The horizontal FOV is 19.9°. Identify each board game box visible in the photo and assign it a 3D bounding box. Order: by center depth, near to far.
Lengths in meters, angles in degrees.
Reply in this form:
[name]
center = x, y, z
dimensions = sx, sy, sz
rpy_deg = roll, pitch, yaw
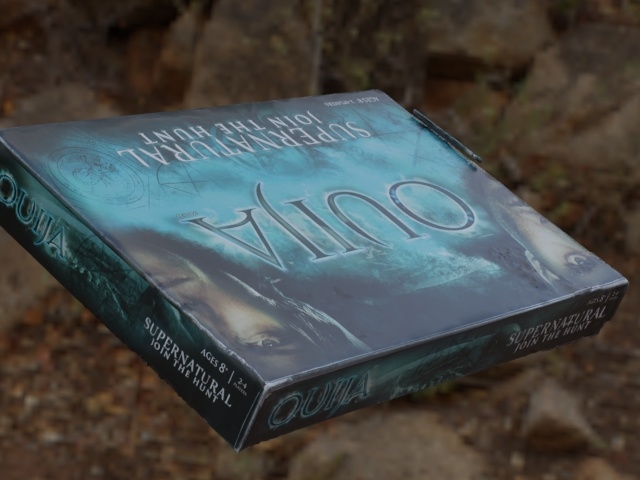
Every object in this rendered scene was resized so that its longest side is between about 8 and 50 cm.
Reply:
[board game box]
center = 0.000, 0.000, 0.578
dimensions = 0.126, 0.026, 0.186
rpy_deg = 40, 31, 28
